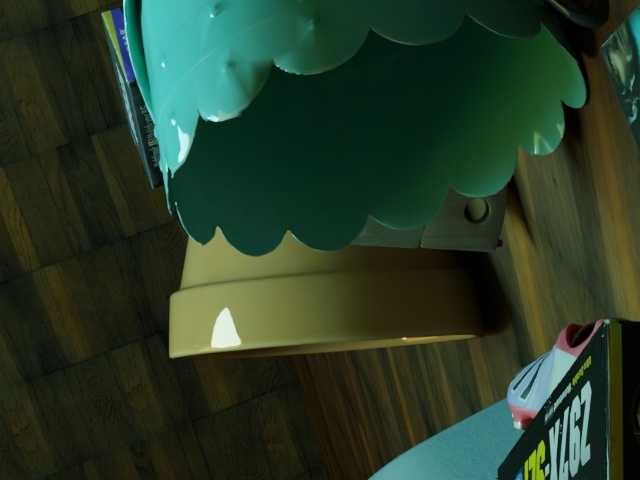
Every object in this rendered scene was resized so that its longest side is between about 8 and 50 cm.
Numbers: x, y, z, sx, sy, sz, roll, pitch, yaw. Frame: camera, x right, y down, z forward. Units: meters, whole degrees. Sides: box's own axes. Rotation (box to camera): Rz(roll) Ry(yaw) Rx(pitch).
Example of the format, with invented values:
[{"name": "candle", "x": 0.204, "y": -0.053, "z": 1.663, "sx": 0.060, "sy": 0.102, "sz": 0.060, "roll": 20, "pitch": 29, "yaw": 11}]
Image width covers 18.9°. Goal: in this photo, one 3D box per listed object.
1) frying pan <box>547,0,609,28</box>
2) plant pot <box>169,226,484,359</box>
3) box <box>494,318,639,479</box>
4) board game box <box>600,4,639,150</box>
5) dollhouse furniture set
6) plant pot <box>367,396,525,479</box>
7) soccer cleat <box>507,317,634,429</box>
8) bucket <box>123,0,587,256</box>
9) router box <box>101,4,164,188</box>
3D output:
[{"name": "frying pan", "x": 0.061, "y": -0.259, "z": 1.084, "sx": 0.326, "sy": 0.197, "sz": 0.053, "roll": 27, "pitch": 176, "yaw": 19}, {"name": "plant pot", "x": 0.000, "y": 0.000, "z": 1.780, "sx": 0.291, "sy": 0.291, "sz": 0.203, "roll": 128, "pitch": 138, "yaw": -82}, {"name": "box", "x": 0.160, "y": 0.214, "z": 1.079, "sx": 0.322, "sy": 0.079, "sz": 0.257, "roll": 104, "pitch": 170, "yaw": -69}, {"name": "board game box", "x": 0.200, "y": -0.032, "z": 0.987, "sx": 0.126, "sy": 0.026, "sz": 0.186, "roll": 118, "pitch": 132, "yaw": -81}, {"name": "dollhouse furniture set", "x": 0.077, "y": -0.098, "z": 1.517, "sx": 0.129, "sy": 0.129, "sz": 0.183, "roll": -127, "pitch": 42, "yaw": -70}, {"name": "plant pot", "x": 0.131, "y": 0.298, "z": 1.569, "sx": 0.247, "sy": 0.252, "sz": 0.247, "roll": -138, "pitch": 28, "yaw": -75}, {"name": "soccer cleat", "x": 0.185, "y": 0.096, "z": 1.355, "sx": 0.248, "sy": 0.083, "sz": 0.095, "roll": -165, "pitch": 84, "yaw": -88}, {"name": "bucket", "x": 0.011, "y": -0.131, "z": 1.227, "sx": 0.281, "sy": 0.281, "sz": 0.183, "roll": 85, "pitch": 169, "yaw": -66}, {"name": "router box", "x": -0.080, "y": -0.173, "z": 1.928, "sx": 0.309, "sy": 0.243, "sz": 0.081, "roll": 93, "pitch": 156, "yaw": -73}]
